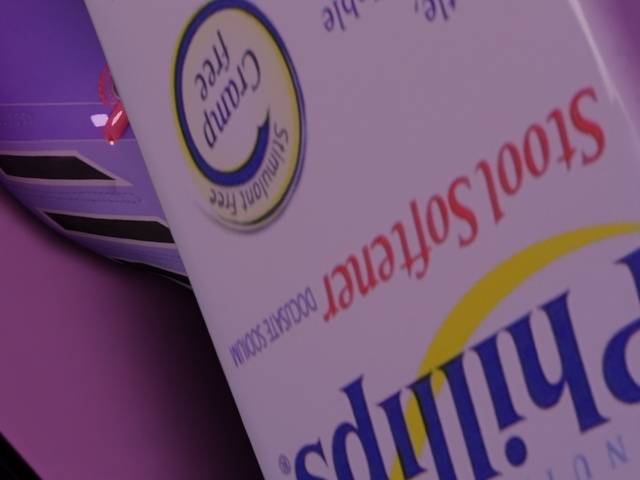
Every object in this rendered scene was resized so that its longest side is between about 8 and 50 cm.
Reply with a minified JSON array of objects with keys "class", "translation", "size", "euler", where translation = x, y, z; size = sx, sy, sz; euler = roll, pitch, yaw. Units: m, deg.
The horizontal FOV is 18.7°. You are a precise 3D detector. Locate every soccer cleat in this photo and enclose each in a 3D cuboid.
[{"class":"soccer cleat","translation":[0.000,0.000,0.519],"size":[0.248,0.095,0.083],"euler":[40,78,-4]}]

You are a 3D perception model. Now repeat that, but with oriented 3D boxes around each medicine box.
[{"class":"medicine box","translation":[0.099,-0.063,0.448],"size":[0.263,0.149,0.289],"euler":[-13,75,-36]}]
